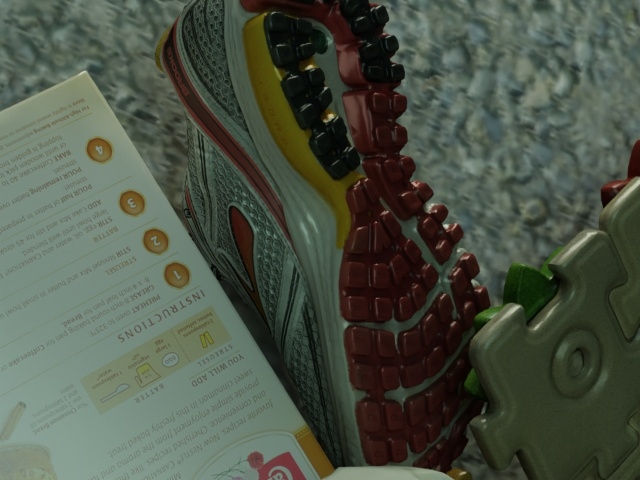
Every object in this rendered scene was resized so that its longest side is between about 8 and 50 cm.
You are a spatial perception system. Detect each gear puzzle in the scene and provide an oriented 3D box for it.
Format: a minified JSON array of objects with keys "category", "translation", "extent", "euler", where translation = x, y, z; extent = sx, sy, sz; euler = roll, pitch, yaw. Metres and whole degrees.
[{"category":"gear puzzle","translation":[0.126,0.059,0.773],"extent":[0.339,0.044,0.175],"euler":[-42,121,-25]}]

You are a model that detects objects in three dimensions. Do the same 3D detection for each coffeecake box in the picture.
[{"category":"coffeecake box","translation":[-0.104,0.054,0.689],"extent":[0.142,0.068,0.185],"euler":[-29,84,-28]}]

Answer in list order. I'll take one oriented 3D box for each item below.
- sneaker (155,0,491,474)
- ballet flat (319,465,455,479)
[{"category":"sneaker","translation":[0.000,0.000,0.749],"extent":[0.088,0.093,0.225],"euler":[-18,94,-46]},{"category":"ballet flat","translation":[0.051,0.143,0.640],"extent":[0.400,0.139,0.139],"euler":[18,65,-35]}]
